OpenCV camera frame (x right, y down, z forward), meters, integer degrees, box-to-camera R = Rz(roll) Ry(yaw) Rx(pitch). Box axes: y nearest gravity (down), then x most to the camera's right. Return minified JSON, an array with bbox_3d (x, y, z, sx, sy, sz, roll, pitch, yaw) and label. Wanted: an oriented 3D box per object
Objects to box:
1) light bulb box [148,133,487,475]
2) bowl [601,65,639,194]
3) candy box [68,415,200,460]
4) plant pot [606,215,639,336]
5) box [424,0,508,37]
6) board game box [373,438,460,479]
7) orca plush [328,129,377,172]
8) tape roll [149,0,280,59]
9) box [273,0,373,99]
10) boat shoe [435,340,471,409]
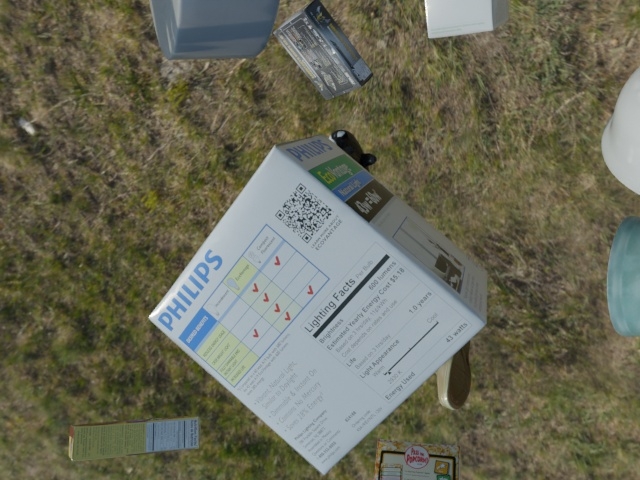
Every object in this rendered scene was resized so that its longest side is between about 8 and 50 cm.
[{"bbox_3d":[0.004,0.086,0.860,0.361,0.225,0.358,41,112,3],"label":"light bulb box"},{"bbox_3d":[0.507,-0.182,0.676,0.298,0.297,0.134,-16,131,16],"label":"bowl"},{"bbox_3d":[-0.298,0.313,0.881,0.187,0.053,0.109,5,162,-26],"label":"candy box"},{"bbox_3d":[0.811,0.091,1.258,0.196,0.293,0.293,4,124,47],"label":"plant pot"},{"bbox_3d":[0.212,-0.358,0.800,0.101,0.087,0.102,6,120,32],"label":"box"},{"bbox_3d":[0.160,0.439,0.924,0.147,0.193,0.045,0,135,16],"label":"board game box"},{"bbox_3d":[0.086,-0.179,1.355,0.151,0.287,0.102,35,128,-29],"label":"orca plush"},{"bbox_3d":[-0.091,-0.251,0.417,0.072,0.219,0.219,-8,119,-20],"label":"tape roll"},{"bbox_3d":[0.005,-0.479,1.407,0.231,0.183,0.056,48,71,-21],"label":"box"},{"bbox_3d":[0.353,0.339,1.536,0.098,0.302,0.109,-22,123,33],"label":"boat shoe"}]
